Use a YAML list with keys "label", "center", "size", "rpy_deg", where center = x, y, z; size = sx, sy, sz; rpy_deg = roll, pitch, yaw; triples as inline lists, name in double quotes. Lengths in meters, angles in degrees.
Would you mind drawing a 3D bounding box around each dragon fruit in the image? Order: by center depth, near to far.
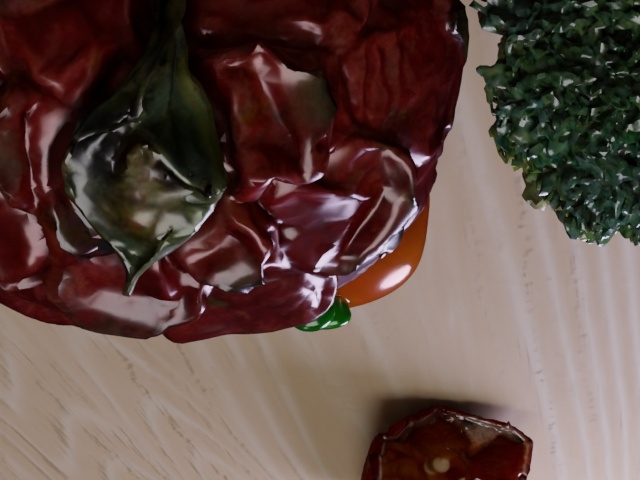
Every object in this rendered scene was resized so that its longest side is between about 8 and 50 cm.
- label: "dragon fruit"
  center: [-0.075, -0.082, 0.495]
  size: [0.299, 0.244, 0.244]
  rpy_deg: [31, 169, 41]

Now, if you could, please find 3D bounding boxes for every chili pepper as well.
- label: "chili pepper"
  center: [0.104, 0.237, 1.119]
  size: [0.144, 0.136, 0.253]
  rpy_deg: [-37, 167, -18]

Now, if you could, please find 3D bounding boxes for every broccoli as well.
- label: "broccoli"
  center: [0.163, -0.076, 0.565]
  size: [0.194, 0.220, 0.194]
  rpy_deg: [-26, 179, -1]

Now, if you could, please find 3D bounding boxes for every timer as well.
- label: "timer"
  center: [0.000, 0.000, 0.719]
  size: [0.136, 0.136, 0.099]
  rpy_deg: [-10, 151, 20]
